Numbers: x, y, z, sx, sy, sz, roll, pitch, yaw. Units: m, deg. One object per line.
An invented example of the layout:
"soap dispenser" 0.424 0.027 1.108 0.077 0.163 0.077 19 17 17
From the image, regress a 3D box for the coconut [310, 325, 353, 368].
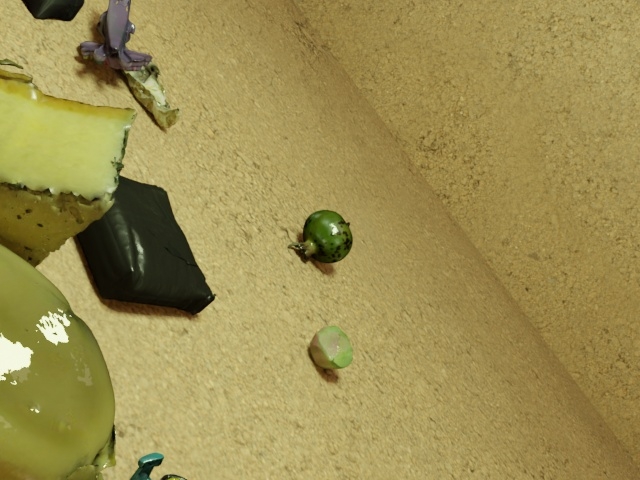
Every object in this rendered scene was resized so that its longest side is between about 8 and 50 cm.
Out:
"coconut" 0.019 0.201 1.588 0.083 0.081 0.082 33 69 -30

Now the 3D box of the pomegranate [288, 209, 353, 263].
"pomegranate" 0.000 0.000 1.843 0.161 0.122 0.122 -27 77 -30

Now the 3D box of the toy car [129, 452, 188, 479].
"toy car" -0.223 0.303 0.907 0.161 0.126 0.098 4 28 -50

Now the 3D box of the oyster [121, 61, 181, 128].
"oyster" -0.357 -0.308 1.685 0.106 0.061 0.200 4 46 -35

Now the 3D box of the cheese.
"cheese" -0.339 0.145 0.896 0.316 0.128 0.259 44 32 -11

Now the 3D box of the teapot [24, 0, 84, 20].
"teapot" -0.496 -0.479 1.587 0.087 0.096 0.177 53 21 2

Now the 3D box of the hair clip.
"hair clip" -0.393 -0.386 1.637 0.137 0.090 0.278 14 36 -20

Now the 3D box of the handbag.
"handbag" -0.276 -0.008 1.311 0.223 0.080 0.247 16 42 -57

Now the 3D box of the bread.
"bread" -0.410 -0.137 1.008 0.315 0.279 0.248 51 25 -38
